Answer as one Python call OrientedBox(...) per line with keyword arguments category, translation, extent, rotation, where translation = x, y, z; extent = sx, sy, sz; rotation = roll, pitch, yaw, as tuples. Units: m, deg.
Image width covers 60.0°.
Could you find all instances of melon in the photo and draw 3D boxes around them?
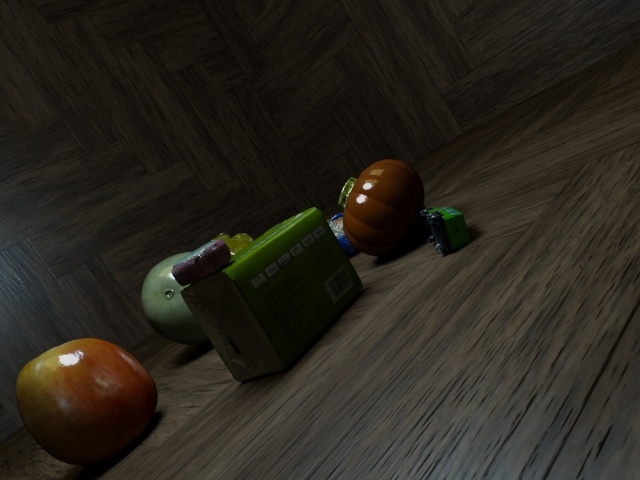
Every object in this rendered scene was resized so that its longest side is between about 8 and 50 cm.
OrientedBox(category="melon", translation=(-0.355, 0.166, 1.578), extent=(0.269, 0.268, 0.330), rotation=(-33, -15, 2))

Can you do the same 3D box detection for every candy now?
OrientedBox(category="candy", translation=(-0.197, 0.037, 0.922), extent=(0.103, 0.043, 0.103), rotation=(-28, 10, 6))

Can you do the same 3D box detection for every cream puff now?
OrientedBox(category="cream puff", translation=(-0.314, 0.098, 1.976), extent=(0.291, 0.257, 0.324), rotation=(-26, 8, 24))

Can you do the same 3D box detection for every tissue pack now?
OrientedBox(category="tissue pack", translation=(-0.081, 0.094, 1.034), extent=(0.167, 0.200, 0.275), rotation=(-25, 9, 43))

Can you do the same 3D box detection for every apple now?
OrientedBox(category="apple", translation=(-0.453, 0.302, 1.092), extent=(0.242, 0.241, 0.242), rotation=(-36, 6, 4))

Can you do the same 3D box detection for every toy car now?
OrientedBox(category="toy car", translation=(0.231, -0.026, 1.031), extent=(0.063, 0.071, 0.165), rotation=(-17, 8, 5))

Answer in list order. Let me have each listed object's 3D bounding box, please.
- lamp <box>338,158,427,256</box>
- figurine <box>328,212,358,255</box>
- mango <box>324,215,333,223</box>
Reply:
OrientedBox(category="lamp", translation=(0.142, -0.071, 1.233), extent=(0.223, 0.197, 0.223), rotation=(-58, -17, -29))
OrientedBox(category="figurine", translation=(0.102, -0.027, 1.535), extent=(0.262, 0.120, 0.164), rotation=(-14, 17, 12))
OrientedBox(category="mango", translation=(0.000, 0.000, 1.726), extent=(0.262, 0.130, 0.167), rotation=(-30, -2, -46))
